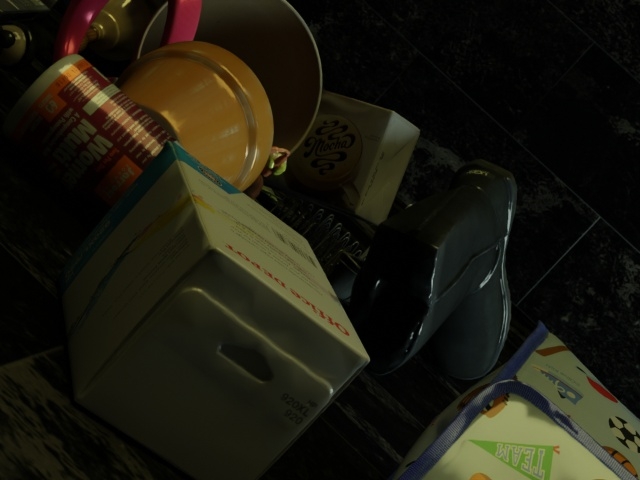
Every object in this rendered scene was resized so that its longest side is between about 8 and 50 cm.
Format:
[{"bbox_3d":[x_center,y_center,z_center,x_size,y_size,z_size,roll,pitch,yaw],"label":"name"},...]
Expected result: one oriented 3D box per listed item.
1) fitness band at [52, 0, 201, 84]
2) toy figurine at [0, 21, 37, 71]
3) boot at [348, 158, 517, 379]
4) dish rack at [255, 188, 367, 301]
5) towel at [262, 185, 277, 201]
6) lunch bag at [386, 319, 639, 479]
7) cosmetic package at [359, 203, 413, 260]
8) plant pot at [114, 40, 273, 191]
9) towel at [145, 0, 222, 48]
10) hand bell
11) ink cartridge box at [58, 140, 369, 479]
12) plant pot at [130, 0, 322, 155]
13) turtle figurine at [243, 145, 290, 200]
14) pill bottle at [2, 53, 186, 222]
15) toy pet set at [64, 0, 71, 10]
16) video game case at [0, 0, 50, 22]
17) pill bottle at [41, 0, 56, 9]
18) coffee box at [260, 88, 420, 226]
[{"bbox_3d":[-0.261,-0.281,1.820,0.054,0.209,0.291,22,-6,-38],"label":"fitness band"},{"bbox_3d":[-0.386,-0.323,1.586,0.213,0.209,0.148,48,21,24],"label":"toy figurine"},{"bbox_3d":[0.169,0.100,2.005,0.146,0.367,0.445,6,18,17],"label":"boot"},{"bbox_3d":[0.000,0.000,2.145,0.271,0.074,0.208,47,9,27],"label":"dish rack"},{"bbox_3d":[-0.104,-0.097,2.353,0.060,0.009,0.083,37,12,-36],"label":"towel"},{"bbox_3d":[0.227,0.288,1.319,0.328,0.239,0.385,44,25,8],"label":"lunch bag"},{"bbox_3d":[0.186,0.055,2.420,0.183,0.151,0.151,46,10,16],"label":"cosmetic package"},{"bbox_3d":[-0.183,-0.121,1.627,0.205,0.205,0.188,43,25,3],"label":"plant pot"},{"bbox_3d":[-0.246,-0.325,2.271,0.209,0.034,0.285,49,-24,-4],"label":"towel"},{"bbox_3d":[-0.353,-0.313,2.107,0.126,0.126,0.242,42,22,-4],"label":"hand bell"},{"bbox_3d":[-0.099,0.062,1.151,0.171,0.168,0.232,37,10,-25],"label":"ink cartridge box"},{"bbox_3d":[-0.164,-0.235,2.047,0.284,0.284,0.191,39,-12,-20],"label":"plant pot"},{"bbox_3d":[-0.159,-0.123,1.834,0.270,0.087,0.217,6,-17,9],"label":"turtle figurine"},{"bbox_3d":[-0.220,-0.086,1.472,0.221,0.121,0.121,42,9,-3],"label":"pill bottle"},{"bbox_3d":[-0.434,-0.413,2.346,0.114,0.065,0.122,9,-4,17],"label":"toy pet set"},{"bbox_3d":[-0.502,-0.389,1.991,0.196,0.026,0.274,41,10,-5],"label":"video game case"},{"bbox_3d":[-0.460,-0.420,2.169,0.120,0.067,0.067,40,9,-13],"label":"pill bottle"},{"bbox_3d":[-0.019,-0.150,2.152,0.297,0.168,0.119,21,-1,28],"label":"coffee box"}]
